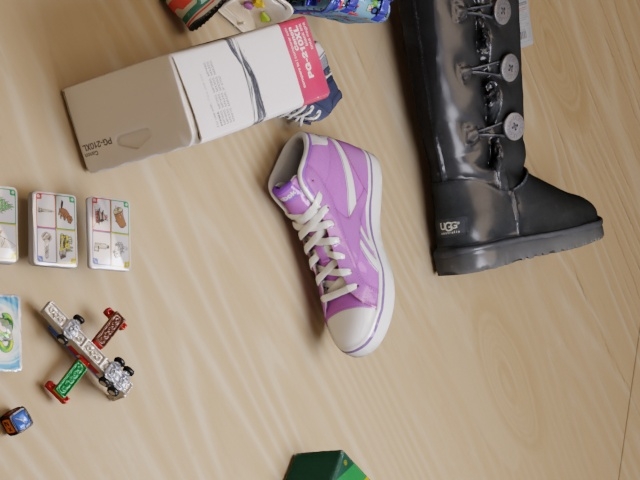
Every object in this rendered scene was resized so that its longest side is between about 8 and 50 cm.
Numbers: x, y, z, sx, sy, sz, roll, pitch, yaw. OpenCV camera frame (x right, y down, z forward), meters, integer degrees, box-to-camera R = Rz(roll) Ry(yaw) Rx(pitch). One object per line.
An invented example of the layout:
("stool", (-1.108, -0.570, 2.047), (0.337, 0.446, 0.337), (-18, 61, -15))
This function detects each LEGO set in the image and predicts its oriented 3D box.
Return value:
("LEGO set", (-0.275, 0.074, 1.418), (0.182, 0.060, 0.244), (5, 75, -39))

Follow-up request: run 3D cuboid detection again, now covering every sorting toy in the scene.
("sorting toy", (-0.075, -0.283, 1.720), (0.083, 0.075, 0.045), (38, 53, -41))

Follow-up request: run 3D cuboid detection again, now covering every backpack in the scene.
("backpack", (-0.006, -0.342, 1.766), (0.173, 0.158, 0.117), (6, 94, -37))

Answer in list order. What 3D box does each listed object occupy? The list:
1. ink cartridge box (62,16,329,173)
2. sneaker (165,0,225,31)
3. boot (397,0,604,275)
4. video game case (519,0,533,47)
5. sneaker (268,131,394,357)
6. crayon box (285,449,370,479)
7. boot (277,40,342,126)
("ink cartridge box", (-0.133, -0.160, 1.535), (0.237, 0.172, 0.100), (-27, 102, -51))
("sneaker", (-0.126, -0.321, 1.664), (0.075, 0.057, 0.161), (43, 62, -5))
("boot", (0.269, -0.197, 2.060), (0.367, 0.146, 0.445), (-13, 94, -52))
("video game case", (0.226, -0.361, 2.092), (0.212, 0.023, 0.193), (-22, 110, -34))
("sneaker", (-0.001, 0.000, 1.733), (0.161, 0.102, 0.282), (20, 55, -44))
("crayon box", (0.003, 0.430, 1.629), (0.202, 0.081, 0.318), (50, 46, -32))
("boot", (-0.030, -0.174, 1.752), (0.086, 0.069, 0.190), (61, 39, -17))
